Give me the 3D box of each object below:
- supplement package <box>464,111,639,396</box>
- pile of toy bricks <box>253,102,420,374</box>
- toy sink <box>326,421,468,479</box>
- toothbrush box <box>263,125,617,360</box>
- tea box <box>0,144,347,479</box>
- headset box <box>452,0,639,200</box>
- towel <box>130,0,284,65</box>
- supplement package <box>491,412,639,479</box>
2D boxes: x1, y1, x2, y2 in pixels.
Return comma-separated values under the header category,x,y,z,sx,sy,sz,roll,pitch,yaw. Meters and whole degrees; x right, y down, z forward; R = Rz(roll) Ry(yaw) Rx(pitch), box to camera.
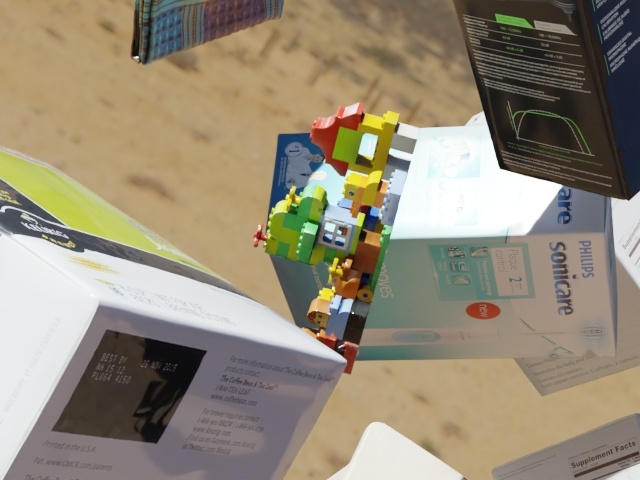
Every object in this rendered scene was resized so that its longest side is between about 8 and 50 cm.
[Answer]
category,x,y,z,sx,sy,sz,roll,pitch,yaw
supplement package,0.266,-0.014,1.818,0.263,0.199,0.198,52,45,-13
pile of toy bricks,0.000,0.000,1.365,0.105,0.212,0.118,16,39,3
toy sink,0.051,0.356,2.006,0.153,0.234,0.131,34,-37,-10
toothbrush box,0.117,0.006,1.567,0.295,0.126,0.216,-2,-34,10
tea box,-0.219,0.073,1.171,0.323,0.220,0.329,33,6,28
headset box,0.223,-0.221,1.305,0.131,0.246,0.283,17,-43,42
towel,-0.100,-0.393,1.911,0.040,0.370,0.271,26,33,29
supplement package,0.362,0.285,1.944,0.262,0.204,0.145,2,66,-49
